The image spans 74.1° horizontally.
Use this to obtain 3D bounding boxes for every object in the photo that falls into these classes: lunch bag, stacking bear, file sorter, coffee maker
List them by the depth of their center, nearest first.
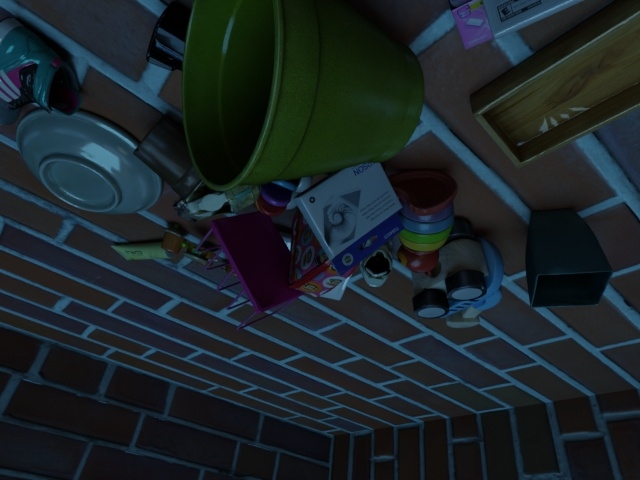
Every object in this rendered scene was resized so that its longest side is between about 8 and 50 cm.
[{"bbox_3d":[-0.240,-0.395,0.863,0.178,0.120,0.171,26,114,-24],"label":"coffee maker"},{"bbox_3d":[0.273,-0.031,1.149,0.164,0.175,0.289,-21,133,-17],"label":"stacking bear"},{"bbox_3d":[0.000,0.000,1.170,0.120,0.293,0.258,23,140,-26],"label":"lunch bag"},{"bbox_3d":[-0.212,0.090,1.267,0.202,0.290,0.182,-17,162,-46],"label":"file sorter"}]

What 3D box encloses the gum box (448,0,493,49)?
[{"bbox_3d":[0.324,-0.422,0.723,0.188,0.062,0.107,-16,158,27],"label":"gum box"}]

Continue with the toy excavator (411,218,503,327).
[{"bbox_3d":[0.473,0.169,1.397,0.445,0.222,0.433,17,144,-26],"label":"toy excavator"}]

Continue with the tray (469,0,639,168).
[{"bbox_3d":[0.536,-0.321,0.835,0.203,0.076,0.411,34,137,-30],"label":"tray"}]

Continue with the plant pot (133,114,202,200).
[{"bbox_3d":[-0.365,-0.216,1.075,0.165,0.167,0.167,39,133,-23],"label":"plant pot"}]

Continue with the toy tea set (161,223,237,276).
[{"bbox_3d":[-0.368,0.027,1.450,0.336,0.124,0.200,26,169,-27],"label":"toy tea set"}]

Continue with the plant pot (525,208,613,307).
[{"bbox_3d":[0.643,0.037,1.148,0.166,0.234,0.165,-5,140,15],"label":"plant pot"}]

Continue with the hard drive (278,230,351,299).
[{"bbox_3d":[-0.046,0.089,1.428,0.307,0.040,0.203,14,119,-14],"label":"hard drive"}]

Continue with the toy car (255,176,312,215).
[{"bbox_3d":[-0.120,-0.138,1.137,0.159,0.136,0.182,21,141,-16],"label":"toy car"}]

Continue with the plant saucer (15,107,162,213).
[{"bbox_3d":[-0.665,-0.185,1.205,0.400,0.100,0.400,5,142,4],"label":"plant saucer"}]

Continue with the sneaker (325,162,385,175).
[{"bbox_3d":[0.054,-0.173,1.069,0.227,0.130,0.087,19,140,-11],"label":"sneaker"}]

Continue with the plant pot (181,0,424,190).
[{"bbox_3d":[-0.016,-0.271,0.759,0.353,0.366,0.366,-4,153,-36],"label":"plant pot"}]

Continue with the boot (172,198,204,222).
[{"bbox_3d":[-0.400,-0.100,1.320,0.118,0.042,0.087,-24,126,26],"label":"boot"}]

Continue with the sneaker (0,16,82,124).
[{"bbox_3d":[-0.665,-0.341,0.992,0.178,0.124,0.295,34,135,-17],"label":"sneaker"}]

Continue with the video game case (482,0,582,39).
[{"bbox_3d":[0.345,-0.447,0.626,0.227,0.206,0.026,-16,178,28],"label":"video game case"}]

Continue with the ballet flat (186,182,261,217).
[{"bbox_3d":[-0.293,-0.112,1.139,0.123,0.123,0.348,37,154,-33],"label":"ballet flat"}]

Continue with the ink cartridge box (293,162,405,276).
[{"bbox_3d":[0.083,-0.062,0.992,0.224,0.223,0.045,59,162,-16],"label":"ink cartridge box"}]

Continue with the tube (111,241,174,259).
[{"bbox_3d":[-0.638,0.041,1.532,0.240,0.062,0.070,-3,101,21],"label":"tube"}]

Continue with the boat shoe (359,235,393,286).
[{"bbox_3d":[0.179,0.077,1.390,0.113,0.103,0.302,2,142,8],"label":"boat shoe"}]
